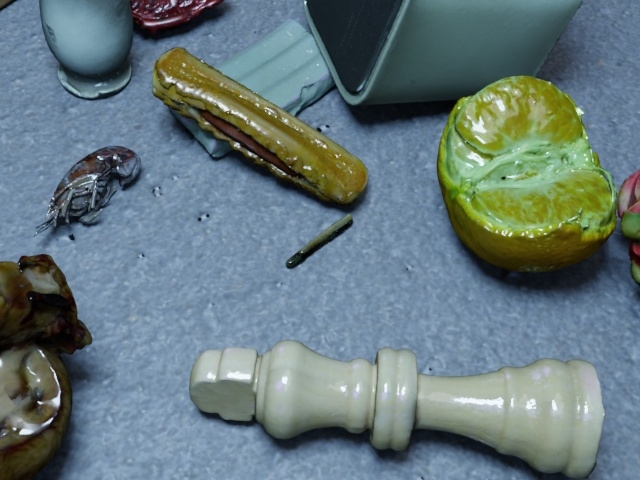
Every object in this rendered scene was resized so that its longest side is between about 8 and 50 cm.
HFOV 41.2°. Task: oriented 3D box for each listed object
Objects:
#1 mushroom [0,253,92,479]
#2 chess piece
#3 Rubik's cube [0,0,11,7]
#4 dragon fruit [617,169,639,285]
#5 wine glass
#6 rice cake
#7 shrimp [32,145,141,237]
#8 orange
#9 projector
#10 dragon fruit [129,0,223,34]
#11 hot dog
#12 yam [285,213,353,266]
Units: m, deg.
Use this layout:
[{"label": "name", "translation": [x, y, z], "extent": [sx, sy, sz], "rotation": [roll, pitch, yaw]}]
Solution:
[{"label": "mushroom", "translation": [-0.349, 0.119, 0.780], "extent": [0.283, 0.195, 0.263], "rotation": [-26, 68, -3]}, {"label": "chess piece", "translation": [0.067, 0.160, 0.845], "extent": [0.398, 0.117, 0.117], "rotation": [5, 55, 1]}, {"label": "Rubik's cube", "translation": [-0.564, -0.504, 1.106], "extent": [0.347, 0.344, 0.346], "rotation": [33, 58, 18]}, {"label": "dragon fruit", "translation": [0.465, -0.029, 0.935], "extent": [0.303, 0.237, 0.231], "rotation": [-7, 68, -34]}, {"label": "wine glass", "translation": [-0.289, -0.274, 1.056], "extent": [0.111, 0.204, 0.111], "rotation": [4, 57, -7]}, {"label": "rice cake", "translation": [-0.082, -0.202, 1.118], "extent": [0.237, 0.043, 0.127], "rotation": [-35, 65, -25]}, {"label": "shrimp", "translation": [-0.275, -0.054, 0.992], "extent": [0.065, 0.056, 0.165], "rotation": [28, 60, 7]}, {"label": "orange", "translation": [0.228, -0.062, 0.978], "extent": [0.180, 0.158, 0.237], "rotation": [-9, 57, -12]}, {"label": "projector", "translation": [0.145, -0.327, 1.076], "extent": [0.249, 0.248, 0.248], "rotation": [-7, 56, -24]}, {"label": "dragon fruit", "translation": [-0.221, -0.350, 1.197], "extent": [0.161, 0.120, 0.127], "rotation": [24, 10, -18]}, {"label": "hot dog", "translation": [-0.075, -0.131, 1.021], "extent": [0.289, 0.068, 0.083], "rotation": [32, 42, -3]}, {"label": "yam", "translation": [0.000, 0.000, 1.004], "extent": [0.107, 0.014, 0.014], "rotation": [-37, 66, -26]}]
